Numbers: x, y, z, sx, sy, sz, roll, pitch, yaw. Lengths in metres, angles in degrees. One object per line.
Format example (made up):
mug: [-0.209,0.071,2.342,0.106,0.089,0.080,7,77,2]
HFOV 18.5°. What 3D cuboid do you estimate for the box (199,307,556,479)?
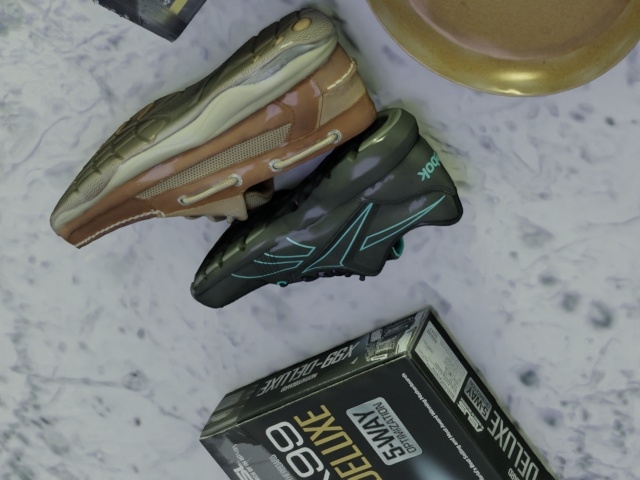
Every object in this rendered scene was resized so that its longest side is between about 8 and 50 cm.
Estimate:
box: [0.077,0.231,1.759,0.242,0.076,0.307,-24,111,33]

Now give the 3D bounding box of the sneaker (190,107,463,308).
sneaker: [0.000,0.000,1.620,0.267,0.101,0.106,-33,108,35]

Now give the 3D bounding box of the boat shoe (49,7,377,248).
boat shoe: [-0.091,-0.063,1.602,0.324,0.123,0.116,-28,111,35]

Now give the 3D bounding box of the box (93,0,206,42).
box: [-0.138,-0.357,1.382,0.318,0.097,0.395,27,130,-18]

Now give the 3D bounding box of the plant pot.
plant pot: [0.140,-0.217,1.462,0.236,0.032,0.236,11,125,15]
